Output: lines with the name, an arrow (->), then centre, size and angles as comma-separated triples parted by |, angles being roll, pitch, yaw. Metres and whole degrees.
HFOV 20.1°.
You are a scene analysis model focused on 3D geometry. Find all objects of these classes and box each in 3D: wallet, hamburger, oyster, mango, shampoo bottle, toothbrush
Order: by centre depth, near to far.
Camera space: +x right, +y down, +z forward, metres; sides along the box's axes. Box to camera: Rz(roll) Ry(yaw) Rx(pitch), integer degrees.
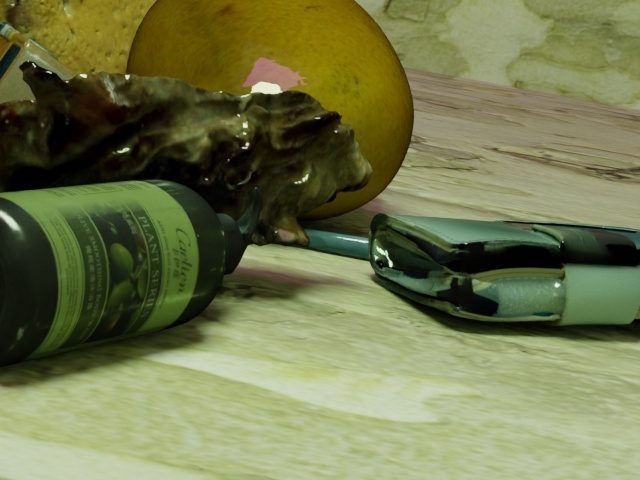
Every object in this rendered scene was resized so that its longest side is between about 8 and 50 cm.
shampoo bottle -> -0.131, 0.013, 1.145 | 0.101, 0.101, 0.284 | 15, 12, 29
oyster -> -0.128, -0.030, 1.301 | 0.361, 0.096, 0.221 | 4, -23, -41
wallet -> 0.180, 0.020, 1.415 | 0.250, 0.075, 0.176 | 3, 9, -21
toothbrush -> 0.000, 0.000, 1.524 | 0.276, 0.019, 0.025 | 11, 17, 11
mango -> -0.045, -0.129, 1.648 | 0.264, 0.221, 0.378 | 17, 17, -11
hamburger -> -0.228, -0.229, 1.792 | 0.319, 0.318, 0.158 | -3, 16, -45

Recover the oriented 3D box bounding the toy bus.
toy bus -> -0.201, -0.090, 1.475 | 0.182, 0.091, 0.103 | 36, -2, -29
